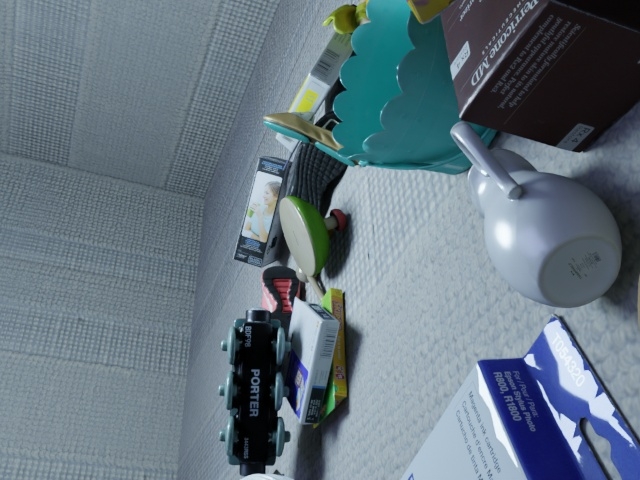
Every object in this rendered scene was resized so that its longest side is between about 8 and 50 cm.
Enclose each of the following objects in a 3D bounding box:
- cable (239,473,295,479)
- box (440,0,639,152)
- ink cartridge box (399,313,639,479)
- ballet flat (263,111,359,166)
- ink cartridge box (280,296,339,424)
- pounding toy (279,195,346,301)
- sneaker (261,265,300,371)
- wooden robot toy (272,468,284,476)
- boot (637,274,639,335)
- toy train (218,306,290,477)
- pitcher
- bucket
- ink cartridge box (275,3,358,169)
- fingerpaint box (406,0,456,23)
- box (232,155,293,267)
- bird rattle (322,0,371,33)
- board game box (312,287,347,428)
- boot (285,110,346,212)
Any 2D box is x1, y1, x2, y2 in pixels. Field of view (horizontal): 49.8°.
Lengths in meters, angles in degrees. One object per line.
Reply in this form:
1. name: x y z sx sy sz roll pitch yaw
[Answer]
1. cable: -0.090 0.555 1.258 0.257 0.089 0.257 27 110 45
2. box: 0.251 -0.239 0.760 0.168 0.166 0.203 124 152 -49
3. ink cartridge box: 0.203 0.295 0.720 0.324 0.071 0.330 -103 30 -55
4. ballet flat: -0.008 -0.236 1.486 0.080 0.232 0.073 117 178 -86
5. ink cartridge box: -0.028 0.234 1.388 0.208 0.045 0.207 -152 72 -71
6. pounding toy: 0.000 0.000 1.527 0.183 0.110 0.237 39 145 58
7. sneaker: -0.086 0.206 1.648 0.314 0.115 0.136 -96 9 -50
8. wooden robot toy: -0.044 0.529 1.343 0.076 0.079 0.173 -33 65 21
9. boot: 0.334 -0.002 0.457 0.211 0.104 0.295 162 123 -70
10. toy train: -0.136 0.307 1.411 0.190 0.142 0.334 122 149 -78
11. pitcher: 0.215 -0.035 0.731 0.125 0.177 0.207 -41 27 14
12. bucket: 0.151 -0.235 1.043 0.281 0.182 0.282 -168 90 -72
13. ink cartridge box: -0.010 -0.367 1.650 0.307 0.072 0.304 -49 14 50
14. fingerpaint box: 0.212 -0.462 0.671 0.444 0.163 0.371 -30 36 15
15. box: -0.142 -0.083 1.892 0.169 0.087 0.290 -29 -45 -76
16. bird rattle: 0.134 -0.526 1.468 0.254 0.143 0.207 -58 34 15
17. board game box: 0.014 0.237 1.389 0.124 0.039 0.260 122 156 -49
18. boot: -0.018 -0.204 1.671 0.223 0.118 0.338 -91 27 -55
